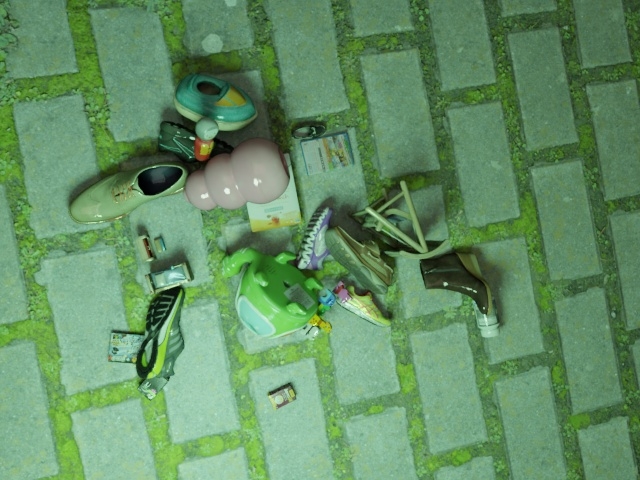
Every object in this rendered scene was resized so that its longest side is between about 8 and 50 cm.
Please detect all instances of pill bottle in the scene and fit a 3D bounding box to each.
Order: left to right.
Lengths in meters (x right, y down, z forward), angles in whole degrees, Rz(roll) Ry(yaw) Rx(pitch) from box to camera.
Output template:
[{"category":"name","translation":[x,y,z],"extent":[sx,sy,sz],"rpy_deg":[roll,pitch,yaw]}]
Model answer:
[{"category":"pill bottle","translation":[0.592,0.269,1.866],"extent":[0.078,0.078,0.137],"rpy_deg":[-13,92,-9]}]

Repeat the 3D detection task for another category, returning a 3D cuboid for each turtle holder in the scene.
[{"category":"turtle holder","translation":[-0.176,0.172,1.655],"extent":[0.320,0.243,0.227],"rpy_deg":[30,123,-18]}]

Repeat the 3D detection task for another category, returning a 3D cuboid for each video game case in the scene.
[{"category":"video game case","translation":[0.023,-0.297,1.806],"extent":[0.166,0.015,0.119],"rpy_deg":[-13,91,-9]}]

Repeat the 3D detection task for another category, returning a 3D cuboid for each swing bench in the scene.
[{"category":"swing bench","translation":[0.250,-0.041,1.722],"extent":[0.165,0.253,0.254],"rpy_deg":[-37,95,-8]}]

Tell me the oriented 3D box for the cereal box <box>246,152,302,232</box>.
[{"category":"cereal box","translation":[-0.168,-0.159,1.755],"extent":[0.173,0.047,0.240],"rpy_deg":[-12,92,-7]}]

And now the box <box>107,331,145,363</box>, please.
[{"category":"box","translation":[-0.605,0.347,1.689],"extent":[0.137,0.027,0.093],"rpy_deg":[7,87,-9]}]

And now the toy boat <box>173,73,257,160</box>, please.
[{"category":"toy boat","translation":[-0.330,-0.398,1.624],"extent":[0.268,0.148,0.318],"rpy_deg":[14,52,-12]}]

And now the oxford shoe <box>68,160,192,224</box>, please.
[{"category":"oxford shoe","translation":[-0.599,-0.162,1.633],"extent":[0.397,0.146,0.140],"rpy_deg":[-25,95,-8]}]

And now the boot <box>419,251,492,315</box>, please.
[{"category":"boot","translation":[0.463,0.157,1.810],"extent":[0.207,0.090,0.248],"rpy_deg":[-9,59,-4]}]

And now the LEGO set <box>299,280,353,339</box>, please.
[{"category":"LEGO set","translation":[0.021,0.248,1.726],"extent":[0.093,0.087,0.227],"rpy_deg":[41,98,21]}]

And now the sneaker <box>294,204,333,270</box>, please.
[{"category":"sneaker","translation":[0.000,0.000,1.767],"extent":[0.105,0.095,0.236],"rpy_deg":[21,91,-16]}]

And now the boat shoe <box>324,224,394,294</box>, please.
[{"category":"boat shoe","translation":[0.134,0.049,1.752],"extent":[0.324,0.123,0.116],"rpy_deg":[48,68,-32]}]

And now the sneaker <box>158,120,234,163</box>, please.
[{"category":"sneaker","translation":[-0.397,-0.298,1.708],"extent":[0.267,0.101,0.106],"rpy_deg":[20,104,-6]}]

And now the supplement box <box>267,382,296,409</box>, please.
[{"category":"supplement box","translation":[-0.129,0.523,1.760],"extent":[0.083,0.043,0.055],"rpy_deg":[-25,92,-9]}]

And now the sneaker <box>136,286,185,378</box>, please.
[{"category":"sneaker","translation":[-0.490,0.296,1.677],"extent":[0.111,0.121,0.299],"rpy_deg":[3,70,32]}]

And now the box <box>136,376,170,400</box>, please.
[{"category":"box","translation":[-0.536,0.459,1.687],"extent":[0.062,0.052,0.083],"rpy_deg":[44,82,-7]}]

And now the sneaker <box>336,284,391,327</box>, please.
[{"category":"sneaker","translation":[0.161,0.224,1.793],"extent":[0.209,0.081,0.094],"rpy_deg":[31,83,-8]}]

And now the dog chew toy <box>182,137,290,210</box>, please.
[{"category":"dog chew toy","translation":[-0.267,-0.190,1.631],"extent":[0.332,0.206,0.206],"rpy_deg":[-17,93,7]}]

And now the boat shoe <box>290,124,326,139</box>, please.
[{"category":"boat shoe","translation":[-0.039,-0.370,1.784],"extent":[0.125,0.038,0.046],"rpy_deg":[-8,91,-9]}]

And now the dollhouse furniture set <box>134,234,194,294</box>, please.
[{"category":"dollhouse furniture set","translation":[-0.494,0.060,1.658],"extent":[0.129,0.129,0.183],"rpy_deg":[-18,93,-9]}]
